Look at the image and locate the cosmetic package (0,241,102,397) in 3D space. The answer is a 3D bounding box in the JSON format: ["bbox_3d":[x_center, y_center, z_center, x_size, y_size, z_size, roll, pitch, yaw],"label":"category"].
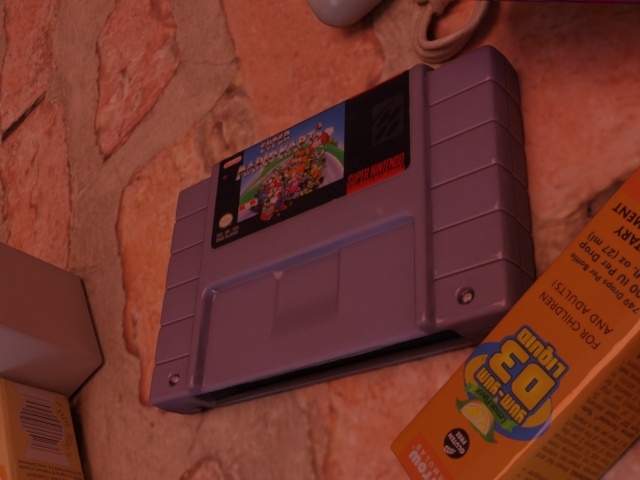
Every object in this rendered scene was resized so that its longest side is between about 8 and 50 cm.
[{"bbox_3d":[-0.426,0.079,0.841,0.197,0.365,0.155,-45,45,13],"label":"cosmetic package"}]

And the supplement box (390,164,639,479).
[{"bbox_3d":[0.150,0.072,0.496,0.233,0.080,0.078,-53,39,11],"label":"supplement box"}]

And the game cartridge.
[{"bbox_3d":[0.000,0.000,0.703,0.355,0.068,0.230,-21,58,36],"label":"game cartridge"}]

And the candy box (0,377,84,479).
[{"bbox_3d":[-0.291,0.306,0.780,0.183,0.088,0.316,-45,44,17],"label":"candy box"}]

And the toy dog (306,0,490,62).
[{"bbox_3d":[0.094,-0.337,0.727,0.333,0.161,0.220,-55,41,5],"label":"toy dog"}]
